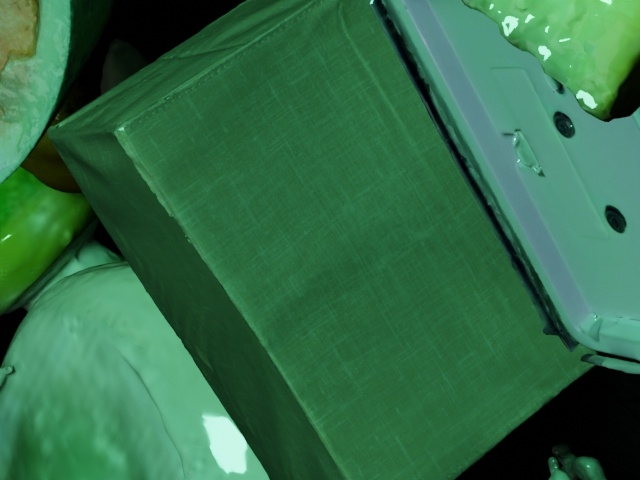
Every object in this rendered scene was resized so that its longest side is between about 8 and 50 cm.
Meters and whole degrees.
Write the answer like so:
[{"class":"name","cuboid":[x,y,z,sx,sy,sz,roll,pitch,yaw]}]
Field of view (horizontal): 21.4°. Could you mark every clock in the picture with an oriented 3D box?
[{"class":"clock","cuboid":[0.113,-0.042,0.638,0.193,0.073,0.144,60,159,-19]}]

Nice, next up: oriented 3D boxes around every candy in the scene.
[{"class":"candy","cuboid":[-0.086,0.196,1.125,0.386,0.186,0.427,53,150,28]}]

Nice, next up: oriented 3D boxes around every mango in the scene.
[{"class":"mango","cuboid":[-0.183,-0.090,1.181,0.105,0.084,0.159,23,162,0]}]

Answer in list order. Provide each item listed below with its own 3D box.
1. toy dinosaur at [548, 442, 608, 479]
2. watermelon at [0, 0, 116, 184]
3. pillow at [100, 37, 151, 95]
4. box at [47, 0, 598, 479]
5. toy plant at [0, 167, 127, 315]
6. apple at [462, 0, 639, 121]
[{"class":"toy dinosaur","cuboid":[0.192,0.184,0.871,0.242,0.053,0.167,39,157,34]},{"class":"watermelon","cuboid":[-0.173,-0.186,0.882,0.260,0.176,0.256,-39,55,42]},{"class":"pillow","cuboid":[-0.080,-0.012,1.128,0.173,0.067,0.270,44,160,12]},{"class":"box","cuboid":[0.000,0.000,0.851,0.231,0.155,0.149,57,163,-15]},{"class":"toy plant","cuboid":[-0.179,0.058,1.339,0.316,0.184,0.224,46,147,-8]},{"class":"apple","cuboid":[0.010,-0.203,0.451,0.346,0.179,0.254,46,172,15]}]
